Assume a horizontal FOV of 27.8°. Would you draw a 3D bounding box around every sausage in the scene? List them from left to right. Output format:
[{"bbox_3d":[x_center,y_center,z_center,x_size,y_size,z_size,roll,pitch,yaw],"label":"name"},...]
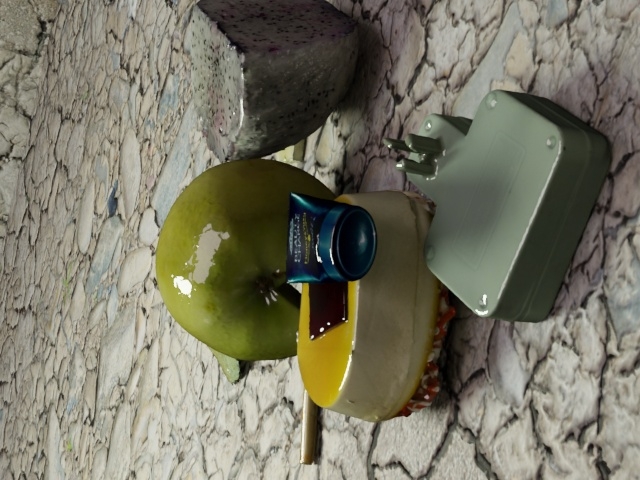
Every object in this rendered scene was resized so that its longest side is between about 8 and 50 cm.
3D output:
[{"bbox_3d":[-0.016,0.259,1.877,0.024,0.024,0.132,-16,68,62],"label":"sausage"}]

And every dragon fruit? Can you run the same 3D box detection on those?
[{"bbox_3d":[-0.064,-0.240,1.920,0.283,0.221,0.204,-129,33,-53],"label":"dragon fruit"}]

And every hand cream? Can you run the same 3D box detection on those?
[{"bbox_3d":[0.000,0.000,1.573,0.270,0.061,0.120,-174,86,-74],"label":"hand cream"}]

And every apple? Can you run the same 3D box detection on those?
[{"bbox_3d":[-0.088,0.030,1.831,0.254,0.292,0.292,-121,44,-75],"label":"apple"}]

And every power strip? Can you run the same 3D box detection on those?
[{"bbox_3d":[0.179,-0.062,1.465,0.261,0.141,0.229,48,124,54],"label":"power strip"}]

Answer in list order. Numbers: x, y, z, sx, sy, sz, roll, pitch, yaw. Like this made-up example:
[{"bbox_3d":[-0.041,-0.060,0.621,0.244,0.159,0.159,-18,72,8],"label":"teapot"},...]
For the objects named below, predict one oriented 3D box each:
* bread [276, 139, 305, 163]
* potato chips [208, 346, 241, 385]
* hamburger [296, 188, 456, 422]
[{"bbox_3d":[-0.044,-0.197,2.071,0.068,0.028,0.153,3,87,62],"label":"bread"},{"bbox_3d":[-0.173,0.179,2.171,0.142,0.026,0.209,64,164,2],"label":"potato chips"},{"bbox_3d":[0.070,0.080,1.622,0.227,0.151,0.295,-4,82,64],"label":"hamburger"}]
